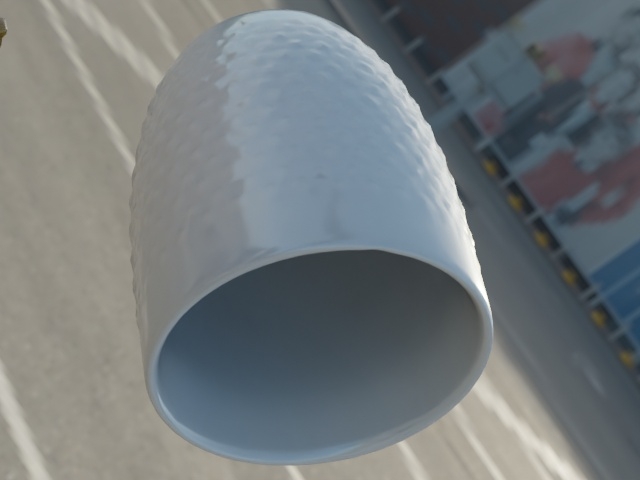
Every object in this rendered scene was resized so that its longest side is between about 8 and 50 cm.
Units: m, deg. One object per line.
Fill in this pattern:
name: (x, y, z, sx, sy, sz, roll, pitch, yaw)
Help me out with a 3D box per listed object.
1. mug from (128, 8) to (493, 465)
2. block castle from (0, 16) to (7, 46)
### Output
mug: (0.000, 0.000, 1.515, 0.374, 0.276, 0.328, 45, 24, -44)
block castle: (-0.371, -0.174, 1.141, 0.303, 0.453, 0.213, 4, 69, -51)
